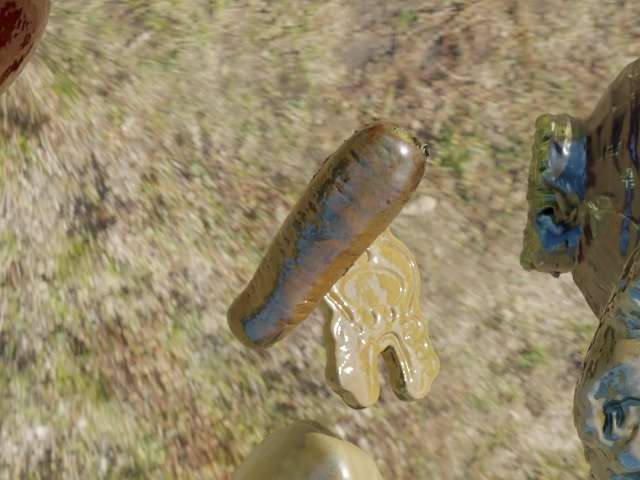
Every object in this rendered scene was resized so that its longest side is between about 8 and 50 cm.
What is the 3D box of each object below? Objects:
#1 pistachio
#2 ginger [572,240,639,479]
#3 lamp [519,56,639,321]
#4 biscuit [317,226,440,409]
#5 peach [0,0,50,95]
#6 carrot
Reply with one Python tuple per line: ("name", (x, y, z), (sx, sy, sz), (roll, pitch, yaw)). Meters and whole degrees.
("pistachio", (-0.025, 0.297, 1.862), (0.162, 0.293, 0.181), (-16, 75, -25))
("ginger", (0.191, 0.010, 0.760), (0.080, 0.166, 0.333), (19, 71, 27))
("lamp", (0.259, -0.027, 1.221), (0.247, 0.247, 0.247), (-1, 98, -11))
("biscuit", (0.048, 0.054, 1.732), (0.144, 0.040, 0.236), (0, 74, -44))
("peach", (-0.268, -0.152, 1.035), (0.190, 0.190, 0.192), (48, 46, -13))
("carrot", (0.000, 0.000, 1.087), (0.060, 0.060, 0.186), (33, 112, -13))
